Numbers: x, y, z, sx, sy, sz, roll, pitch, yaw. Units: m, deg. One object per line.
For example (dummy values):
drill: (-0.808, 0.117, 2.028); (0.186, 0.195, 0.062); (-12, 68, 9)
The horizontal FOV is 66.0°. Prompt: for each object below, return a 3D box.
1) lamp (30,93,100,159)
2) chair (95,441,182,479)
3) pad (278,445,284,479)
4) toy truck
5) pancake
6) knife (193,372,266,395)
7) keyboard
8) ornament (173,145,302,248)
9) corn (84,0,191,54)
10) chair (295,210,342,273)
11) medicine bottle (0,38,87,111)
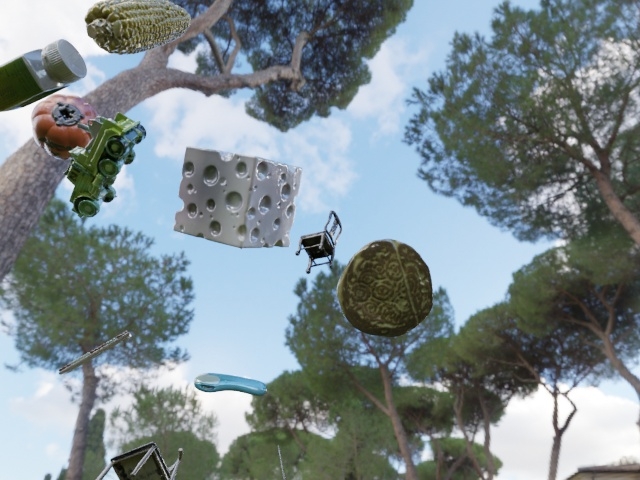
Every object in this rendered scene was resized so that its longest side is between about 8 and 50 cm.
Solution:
lamp: (-0.732, -0.322, 1.427); (0.187, 0.188, 0.164); (18, -27, -21)
chair: (-0.572, 0.747, 1.576); (0.188, 0.272, 0.166); (-24, -83, 8)
pad: (-0.046, 0.509, 0.862); (0.004, 0.267, 0.181); (-11, -68, -9)
toy truck: (-0.537, -0.189, 1.187); (0.135, 0.128, 0.260); (28, -65, -11)
pancake: (0.161, 0.123, 1.221); (0.249, 0.031, 0.250); (-1, -83, -7)
knife: (-0.272, 0.439, 1.494); (0.221, 0.064, 0.031); (12, -45, -14)
keyboard: (-0.518, 0.257, 1.137); (0.165, 0.017, 0.055); (-31, -5, -23)
ornament: (-0.224, -0.115, 1.373); (0.239, 0.240, 0.239); (14, 6, 27)
corn: (-0.460, -0.552, 1.260); (0.130, 0.347, 0.130); (10, -60, 17)
chair: (0.000, 0.000, 1.796); (0.113, 0.229, 0.106); (-12, -54, 22)
medicine bottle: (-0.618, -0.360, 1.076); (0.188, 0.132, 0.088); (-20, -70, 11)
